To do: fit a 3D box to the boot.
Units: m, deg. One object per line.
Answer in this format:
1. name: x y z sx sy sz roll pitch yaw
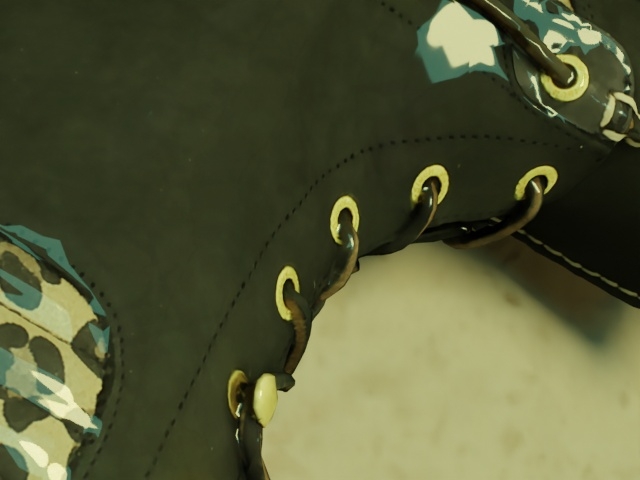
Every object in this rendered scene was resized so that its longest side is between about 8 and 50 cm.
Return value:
1. boot: 0.000 0.000 0.457 0.377 0.138 0.284 35 56 -17
